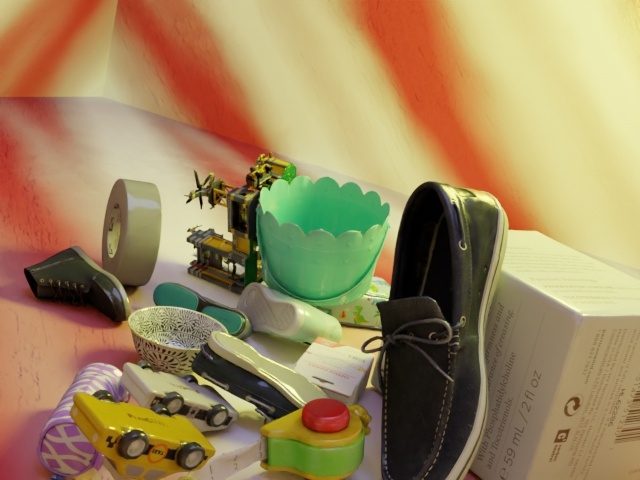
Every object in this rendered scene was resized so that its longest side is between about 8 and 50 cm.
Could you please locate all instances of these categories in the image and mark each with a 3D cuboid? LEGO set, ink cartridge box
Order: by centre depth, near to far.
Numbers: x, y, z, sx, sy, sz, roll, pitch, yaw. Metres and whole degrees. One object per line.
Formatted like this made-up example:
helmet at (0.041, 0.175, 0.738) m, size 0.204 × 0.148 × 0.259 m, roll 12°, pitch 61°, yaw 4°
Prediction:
ink cartridge box at (0.017, 0.242, 1.430) m, size 0.115 × 0.067 × 0.198 m, roll 17°, pitch 15°, yaw 11°
LEGO set at (-0.192, -0.048, 1.848) m, size 0.192 × 0.331 × 0.255 m, roll 20°, pitch 43°, yaw 24°

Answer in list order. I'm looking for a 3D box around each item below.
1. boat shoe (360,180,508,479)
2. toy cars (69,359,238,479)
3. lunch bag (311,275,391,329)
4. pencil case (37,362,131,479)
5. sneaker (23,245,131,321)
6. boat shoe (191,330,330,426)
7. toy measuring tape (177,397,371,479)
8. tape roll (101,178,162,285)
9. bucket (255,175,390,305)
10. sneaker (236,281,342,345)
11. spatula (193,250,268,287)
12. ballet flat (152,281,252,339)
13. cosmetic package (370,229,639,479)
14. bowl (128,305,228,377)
boat shoe at (0.154, 0.140, 1.204) m, size 0.156 × 0.500 × 0.186 m, roll 25°, pitch -21°, yaw -33°
toy cars at (-0.222, 0.250, 1.101) m, size 0.176 × 0.087 × 0.393 m, roll 32°, pitch 2°, yaw 2°
lunch bag at (0.060, 0.124, 1.846) m, size 0.219 × 0.090 × 0.176 m, roll 10°, pitch 13°, yaw -17°
pencil case at (-0.316, 0.239, 1.116) m, size 0.088 × 0.086 × 0.206 m, roll 16°, pitch 15°, yaw -7°
sneaker at (-0.455, 0.101, 1.535) m, size 0.118 × 0.083 × 0.222 m, roll -26°, pitch 46°, yaw -38°
boat shoe at (-0.083, 0.239, 1.286) m, size 0.254 × 0.079 × 0.095 m, roll 32°, pitch 13°, yaw -11°
toy measuring tape at (-0.036, 0.299, 1.125) m, size 0.121 × 0.121 × 0.330 m, roll 26°, pitch 28°, yaw 37°
tape roll at (-0.392, -0.016, 1.691) m, size 0.072 × 0.219 × 0.219 m, roll 5°, pitch 18°, yaw -27°
bucket at (0.000, 0.000, 1.718) m, size 0.281 × 0.183 × 0.281 m, roll 4°, pitch 27°, yaw -2°
sneaker at (-0.062, 0.162, 1.635) m, size 0.151 × 0.094 × 0.256 m, roll 27°, pitch -5°, yaw -33°
spatula at (-0.167, 0.061, 1.992) m, size 0.242 × 0.019 × 0.168 m, roll 24°, pitch 18°, yaw 32°
ballet flat at (-0.229, 0.143, 1.596) m, size 0.213 × 0.072 × 0.068 m, roll 20°, pitch -11°, yaw 19°
cosmetic package at (0.355, 0.191, 1.414) m, size 0.327 × 0.329 × 0.393 m, roll 2°, pitch 18°, yaw -34°
bowl at (-0.247, 0.181, 1.389) m, size 0.170 × 0.080 × 0.170 m, roll 13°, pitch 15°, yaw -4°
